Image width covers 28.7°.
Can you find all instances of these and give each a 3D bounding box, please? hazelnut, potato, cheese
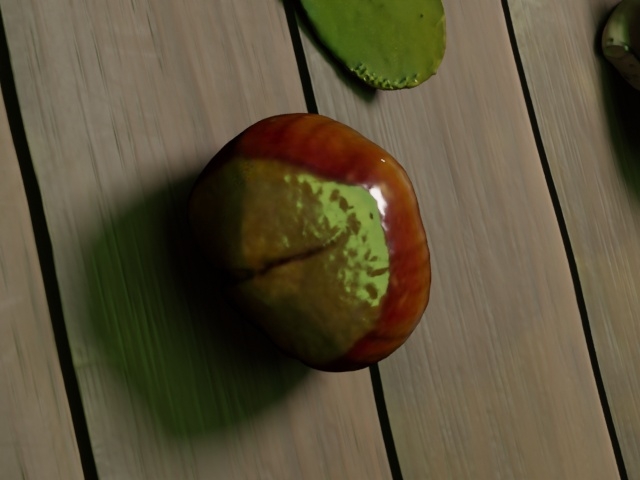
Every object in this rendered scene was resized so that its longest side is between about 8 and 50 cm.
[{"bbox_3d":[-0.003,0.001,0.998,0.181,0.181,0.212,-25,93,-10],"label":"hazelnut"},{"bbox_3d":[0.040,-0.228,1.128,0.198,0.119,0.054,45,23,-17],"label":"potato"},{"bbox_3d":[0.378,-0.261,1.424,0.097,0.037,0.192,42,58,-23],"label":"cheese"}]
